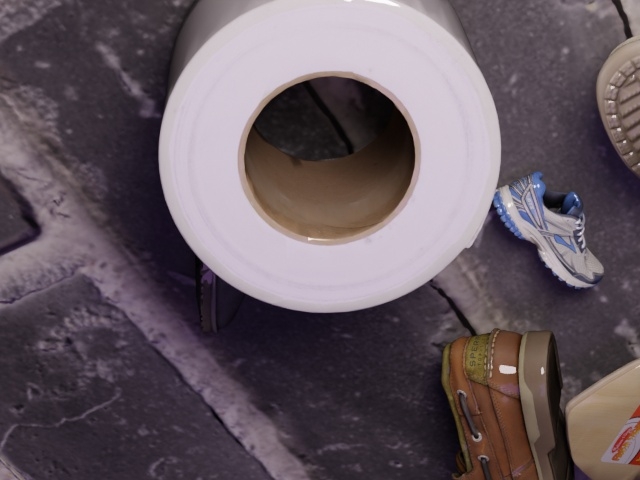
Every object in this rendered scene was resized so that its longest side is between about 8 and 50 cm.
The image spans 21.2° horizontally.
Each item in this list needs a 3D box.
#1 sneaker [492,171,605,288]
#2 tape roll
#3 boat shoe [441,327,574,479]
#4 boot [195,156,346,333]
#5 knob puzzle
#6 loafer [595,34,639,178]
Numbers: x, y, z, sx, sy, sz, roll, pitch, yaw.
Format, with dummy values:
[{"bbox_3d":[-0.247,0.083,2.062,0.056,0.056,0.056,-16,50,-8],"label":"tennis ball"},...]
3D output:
[{"bbox_3d":[0.208,-0.009,1.470,0.058,0.052,0.135,-38,122,21],"label":"sneaker"},{"bbox_3d":[0.004,-0.089,1.276,0.246,0.169,0.246,-1,113,-1],"label":"tape roll"},{"bbox_3d":[0.179,0.205,1.621,0.104,0.110,0.307,0,124,16],"label":"boat shoe"},{"bbox_3d":[0.000,0.002,1.447,0.209,0.076,0.189,0,128,-10],"label":"boot"},{"bbox_3d":[0.310,0.160,1.615,0.213,0.030,0.213,-10,134,-11],"label":"knob puzzle"},{"bbox_3d":[0.312,-0.083,1.384,0.102,0.092,0.268,-37,125,23],"label":"loafer"}]
